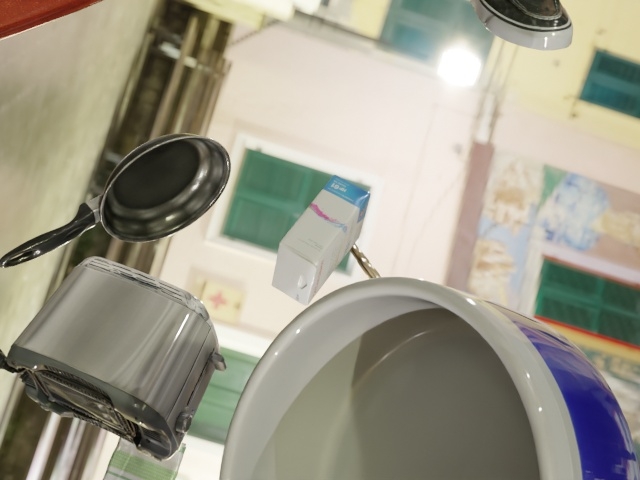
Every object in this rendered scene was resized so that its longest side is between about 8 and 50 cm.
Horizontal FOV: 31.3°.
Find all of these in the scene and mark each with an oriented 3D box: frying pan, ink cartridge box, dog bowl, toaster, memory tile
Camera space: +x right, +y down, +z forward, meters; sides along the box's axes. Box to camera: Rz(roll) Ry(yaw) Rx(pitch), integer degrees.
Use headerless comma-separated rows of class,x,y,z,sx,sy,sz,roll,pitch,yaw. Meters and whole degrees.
frying pan,-0.268,-0.038,1.564,0.326,0.053,0.197,-35,150,0
ink cartridge box,0.000,0.000,1.283,0.122,0.052,0.088,-53,166,-35
dog bowl,0.060,0.160,0.711,0.265,0.104,0.265,-15,-113,41
toaster,-0.211,0.115,1.177,0.146,0.227,0.129,-59,157,-29
memory tile,0.083,0.058,1.641,0.012,0.148,0.113,-36,-147,3

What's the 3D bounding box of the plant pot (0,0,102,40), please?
plant pot,-0.367,-0.310,1.092,0.235,0.267,0.267,-32,-157,-4

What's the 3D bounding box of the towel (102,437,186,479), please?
towel,-0.275,0.359,1.707,0.152,0.113,0.023,-69,156,-17

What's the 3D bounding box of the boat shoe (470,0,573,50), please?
boat shoe,0.268,-0.376,1.599,0.306,0.113,0.105,-109,-163,-48
